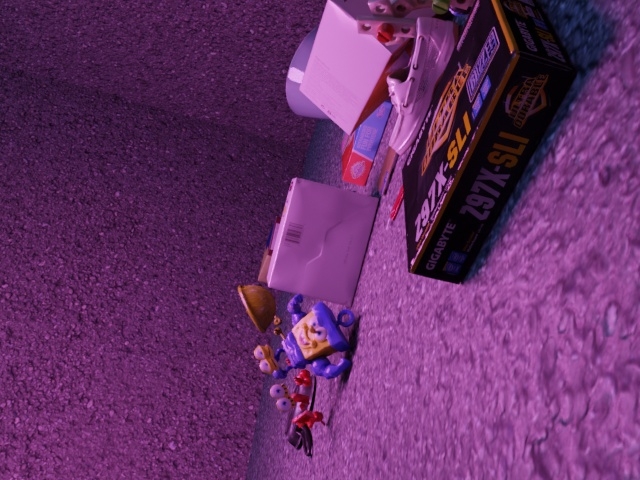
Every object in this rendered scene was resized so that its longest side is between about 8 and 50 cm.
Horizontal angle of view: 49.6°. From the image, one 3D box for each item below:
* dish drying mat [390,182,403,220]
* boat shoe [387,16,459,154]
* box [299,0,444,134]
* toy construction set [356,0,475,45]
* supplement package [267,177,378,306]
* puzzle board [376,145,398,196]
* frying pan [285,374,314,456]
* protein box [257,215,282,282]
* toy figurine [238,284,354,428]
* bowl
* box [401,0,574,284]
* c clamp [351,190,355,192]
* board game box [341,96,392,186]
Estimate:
[{"bbox_3d":[0.156,-0.081,1.383,0.032,0.008,0.083,-85,12,-59],"label":"dish drying mat"},{"bbox_3d":[0.173,-0.299,1.336,0.098,0.096,0.277,-85,12,-57],"label":"boat shoe"},{"bbox_3d":[0.109,-0.418,1.485,0.215,0.168,0.345,-45,-5,-20],"label":"box"},{"bbox_3d":[0.178,-0.492,1.205,0.151,0.214,0.328,129,154,-75],"label":"toy construction set"},{"bbox_3d":[0.000,0.000,1.655,0.145,0.203,0.262,-145,69,-83],"label":"supplement package"},{"bbox_3d":[0.156,-0.171,1.570,0.096,0.011,0.128,-98,23,-70],"label":"puzzle board"},{"bbox_3d":[-0.059,0.486,1.793,0.326,0.053,0.197,-81,7,-60],"label":"frying pan"},{"bbox_3d":[-0.065,0.051,2.086,0.200,0.201,0.136,118,165,-62],"label":"protein box"},{"bbox_3d":[-0.016,0.205,1.535,0.217,0.191,0.363,-37,55,14],"label":"toy figurine"},{"bbox_3d":[0.059,-0.487,2.096,0.311,0.163,0.312,-40,-30,-30],"label":"bowl"},{"bbox_3d":[0.197,-0.143,0.906,0.257,0.079,0.322,-87,13,-51],"label":"box"},{"bbox_3d":[0.070,-0.078,2.013,0.160,0.022,0.137,174,110,-82],"label":"c clamp"},{"bbox_3d":[0.124,-0.326,1.928,0.317,0.064,0.242,-88,14,-62],"label":"board game box"}]
